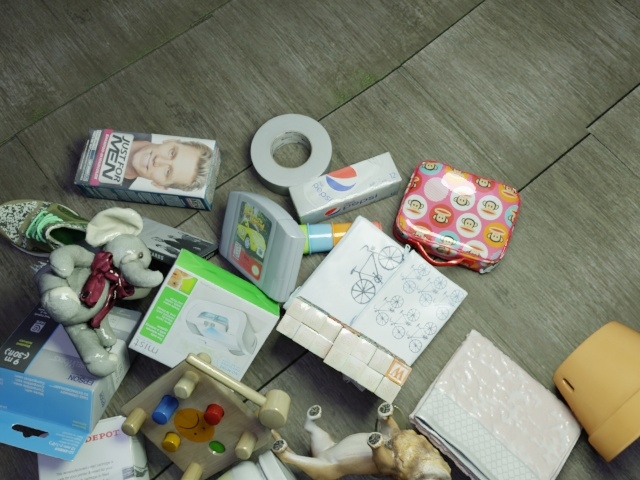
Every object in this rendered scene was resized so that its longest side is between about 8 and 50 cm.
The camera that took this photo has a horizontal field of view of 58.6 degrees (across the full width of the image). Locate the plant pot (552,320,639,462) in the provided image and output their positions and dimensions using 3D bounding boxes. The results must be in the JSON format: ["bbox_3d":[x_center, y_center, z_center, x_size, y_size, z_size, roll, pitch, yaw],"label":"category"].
[{"bbox_3d":[0.668,0.318,1.273,0.291,0.290,0.203,-35,59,-10],"label":"plant pot"}]

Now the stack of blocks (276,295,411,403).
[{"bbox_3d":[0.051,0.240,1.300,0.297,0.171,0.087,31,87,6],"label":"stack of blocks"}]

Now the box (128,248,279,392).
[{"bbox_3d":[-0.263,0.187,1.319,0.262,0.126,0.231,30,101,-12],"label":"box"}]

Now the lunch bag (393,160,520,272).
[{"bbox_3d":[0.343,-0.048,1.468,0.293,0.120,0.258,22,74,7],"label":"lunch bag"}]

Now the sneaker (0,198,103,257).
[{"bbox_3d":[-0.662,-0.025,1.445,0.411,0.182,0.157,19,73,7],"label":"sneaker"}]

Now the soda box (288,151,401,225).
[{"bbox_3d":[0.065,-0.132,1.514,0.287,0.098,0.091,-20,72,-5],"label":"soda box"}]

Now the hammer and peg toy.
[{"bbox_3d":[-0.238,0.361,1.225,0.361,0.127,0.266,-38,100,25],"label":"hammer and peg toy"}]

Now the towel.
[{"bbox_3d":[0.405,0.405,1.295,0.332,0.053,0.317,41,52,11],"label":"towel"}]

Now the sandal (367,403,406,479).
[{"bbox_3d":[0.155,0.474,1.335,0.072,0.049,0.180,20,74,9],"label":"sandal"}]

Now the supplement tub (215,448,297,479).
[{"bbox_3d":[-0.179,0.621,1.196,0.325,0.235,0.235,-35,75,-10],"label":"supplement tub"}]

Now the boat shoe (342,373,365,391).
[{"bbox_3d":[0.071,0.331,1.394,0.100,0.035,0.035,38,73,5],"label":"boat shoe"}]

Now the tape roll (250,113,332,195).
[{"bbox_3d":[-0.078,-0.234,1.563,0.220,0.072,0.219,-1,72,2],"label":"tape roll"}]

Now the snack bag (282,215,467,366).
[{"bbox_3d":[0.131,0.146,1.407,0.343,0.037,0.323,40,88,6],"label":"snack bag"}]

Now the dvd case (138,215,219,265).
[{"bbox_3d":[-0.398,0.004,1.442,0.239,0.179,0.029,20,107,8],"label":"dvd case"}]

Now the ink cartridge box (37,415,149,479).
[{"bbox_3d":[-0.499,0.560,1.280,0.211,0.121,0.288,-12,72,-3],"label":"ink cartridge box"}]

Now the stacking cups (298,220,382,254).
[{"bbox_3d":[0.000,0.000,1.476,0.317,0.096,0.095,-2,72,-1],"label":"stacking cups"}]

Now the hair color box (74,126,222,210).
[{"bbox_3d":[-0.458,-0.193,1.539,0.348,0.105,0.173,6,72,2],"label":"hair color box"}]

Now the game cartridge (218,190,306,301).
[{"bbox_3d":[-0.149,-0.004,1.380,0.294,0.060,0.195,34,114,44],"label":"game cartridge"}]

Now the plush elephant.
[{"bbox_3d":[-0.469,0.086,1.260,0.256,0.271,0.330,-31,43,-21],"label":"plush elephant"}]

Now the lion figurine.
[{"bbox_3d":[0.082,0.476,1.259,0.393,0.240,0.142,-5,40,26],"label":"lion figurine"}]

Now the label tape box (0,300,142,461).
[{"bbox_3d":[-0.591,0.292,1.297,0.250,0.115,0.347,13,39,5],"label":"label tape box"}]
